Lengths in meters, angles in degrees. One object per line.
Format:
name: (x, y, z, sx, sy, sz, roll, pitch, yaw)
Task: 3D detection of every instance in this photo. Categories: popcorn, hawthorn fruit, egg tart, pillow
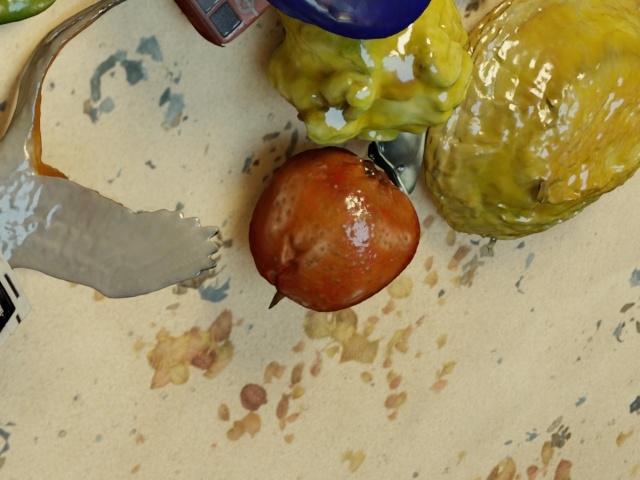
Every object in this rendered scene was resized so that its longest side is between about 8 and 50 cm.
popcorn: (0.038, -0.200, 2.005, 0.203, 0.200, 0.226, -28, 147, 34)
hawthorn fruit: (0.000, 0.000, 2.095, 0.200, 0.179, 0.179, -46, 139, 16)
egg tart: (0.274, -0.129, 2.268, 0.351, 0.153, 0.339, 10, 110, -44)
pillow: (0.089, -0.124, 2.147, 0.091, 0.055, 0.136, 36, 51, -25)

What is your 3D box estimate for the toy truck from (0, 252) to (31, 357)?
toy truck: (-0.385, 0.050, 1.743, 0.125, 0.242, 0.101, -58, 142, -35)

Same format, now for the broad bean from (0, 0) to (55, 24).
broad bean: (-0.309, -0.217, 1.771, 0.213, 0.048, 0.070, -29, 131, -26)

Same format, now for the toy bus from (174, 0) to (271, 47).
toy bus: (-0.130, -0.288, 1.868, 0.096, 0.073, 0.235, -47, 135, -7)

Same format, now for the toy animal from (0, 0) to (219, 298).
toy animal: (-0.270, -0.077, 1.842, 0.302, 0.225, 0.284, -15, 106, -21)

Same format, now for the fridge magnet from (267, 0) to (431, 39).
fridge magnet: (0.005, -0.306, 1.832, 0.265, 0.112, 0.265, 18, 60, -33)
